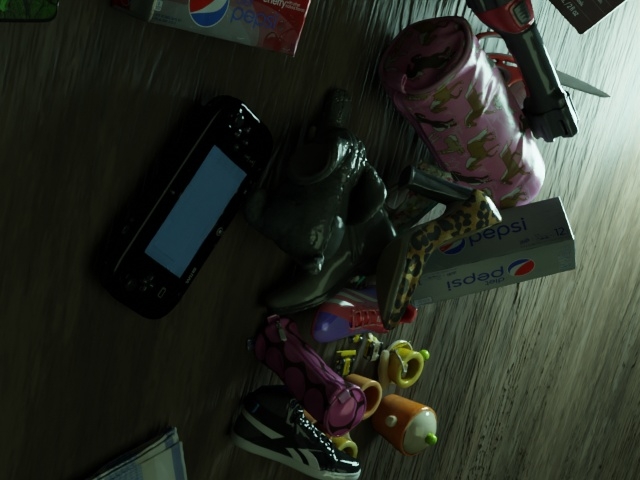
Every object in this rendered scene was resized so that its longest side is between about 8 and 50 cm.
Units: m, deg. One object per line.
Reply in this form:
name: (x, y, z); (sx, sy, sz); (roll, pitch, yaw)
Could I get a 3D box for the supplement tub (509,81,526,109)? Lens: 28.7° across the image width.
supplement tub: (0.348, -0.243, 2.174); (0.107, 0.071, 0.071); (-49, 137, -16)

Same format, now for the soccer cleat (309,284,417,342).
soccer cleat: (0.068, 0.119, 2.007); (0.248, 0.095, 0.083); (-11, 117, -62)

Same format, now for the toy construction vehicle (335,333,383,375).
toy construction vehicle: (0.063, 0.176, 2.123); (0.085, 0.035, 0.098); (-5, 115, -37)

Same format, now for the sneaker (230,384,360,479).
sneaker: (-0.023, 0.297, 1.975); (0.216, 0.079, 0.121); (19, 100, -7)

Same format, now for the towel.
towel: (-0.313, 0.415, 1.843); (0.285, 0.034, 0.209); (-28, 130, -32)

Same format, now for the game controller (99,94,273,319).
game controller: (-0.179, -0.044, 1.723); (0.319, 0.067, 0.166); (-57, 139, -7)

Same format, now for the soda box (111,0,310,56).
soda box: (-0.136, -0.311, 1.618); (0.263, 0.083, 0.092); (5, 107, -48)

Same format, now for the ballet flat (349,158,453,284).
ballet flat: (0.114, -0.035, 2.022); (0.241, 0.077, 0.091); (-46, -178, 9)

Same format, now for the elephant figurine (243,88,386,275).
elephant figurine: (0.009, -0.091, 1.805); (0.239, 0.186, 0.169); (-53, 167, 4)

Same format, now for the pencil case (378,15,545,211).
pencil case: (0.233, -0.192, 2.017); (0.386, 0.160, 0.167); (51, 40, -47)

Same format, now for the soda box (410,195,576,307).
soda box: (0.274, 0.020, 2.085); (0.286, 0.098, 0.091); (-14, 141, 4)

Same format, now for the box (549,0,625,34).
box: (0.429, -0.479, 2.009); (0.203, 0.167, 0.168); (-38, 143, 19)

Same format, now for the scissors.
scissors: (0.381, -0.298, 2.138); (0.297, 0.021, 0.109); (-1, 92, -25)

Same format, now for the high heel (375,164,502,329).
high heel: (0.187, 0.031, 1.913); (0.186, 0.093, 0.261); (20, 73, -23)

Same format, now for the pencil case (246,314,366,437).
pencil case: (-0.018, 0.203, 1.912); (0.095, 0.209, 0.098); (-22, 135, -31)

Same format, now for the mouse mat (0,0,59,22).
mouse mat: (-0.357, -0.342, 1.428); (0.152, 0.007, 0.190); (-10, 116, -44)

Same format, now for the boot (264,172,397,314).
boot: (0.000, 0.000, 1.932); (0.246, 0.083, 0.161); (-27, 105, -10)

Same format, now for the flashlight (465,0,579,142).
flashlight: (0.328, -0.306, 2.046); (0.304, 0.103, 0.103); (62, 29, -28)

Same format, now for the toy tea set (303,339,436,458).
toy tea set: (0.088, 0.320, 2.147); (0.336, 0.124, 0.200); (-27, 128, -35)
